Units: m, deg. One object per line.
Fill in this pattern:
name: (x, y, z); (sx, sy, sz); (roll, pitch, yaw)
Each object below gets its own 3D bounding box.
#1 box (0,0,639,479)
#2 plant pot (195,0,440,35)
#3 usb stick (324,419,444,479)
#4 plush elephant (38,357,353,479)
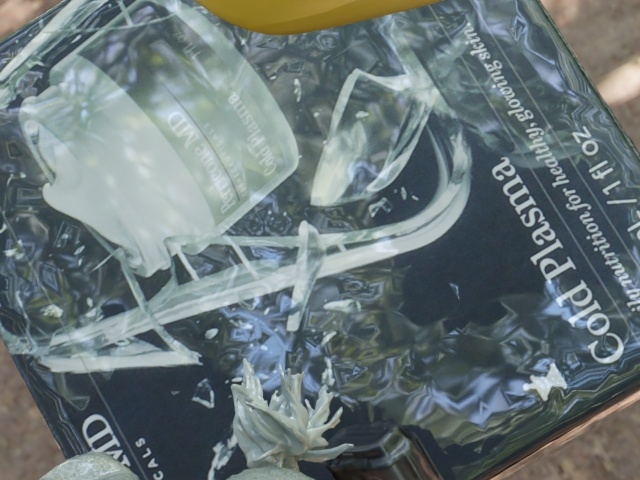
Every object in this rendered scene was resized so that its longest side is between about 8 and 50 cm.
box: (0.000, 0.000, 1.300); (0.471, 0.480, 0.297); (-32, -12, 4)
plant pot: (0.061, -0.215, 0.545); (0.239, 0.254, 0.254); (-8, 40, 29)
usb stick: (0.092, 0.235, 1.059); (0.077, 0.278, 0.045); (-9, 28, 50)
plush elephant: (-0.024, 0.212, 0.798); (0.271, 0.255, 0.330); (0, 80, 0)
